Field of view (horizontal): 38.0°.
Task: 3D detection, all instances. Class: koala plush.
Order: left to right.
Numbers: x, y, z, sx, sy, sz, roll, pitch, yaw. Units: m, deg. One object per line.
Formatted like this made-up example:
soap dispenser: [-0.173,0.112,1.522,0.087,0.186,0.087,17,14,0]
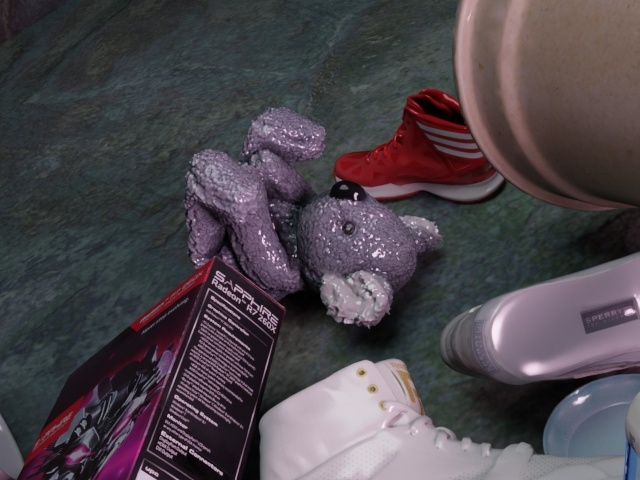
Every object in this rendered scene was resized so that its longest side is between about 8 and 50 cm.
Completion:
koala plush: [0.000,0.000,0.941,0.221,0.203,0.196,16,33,19]

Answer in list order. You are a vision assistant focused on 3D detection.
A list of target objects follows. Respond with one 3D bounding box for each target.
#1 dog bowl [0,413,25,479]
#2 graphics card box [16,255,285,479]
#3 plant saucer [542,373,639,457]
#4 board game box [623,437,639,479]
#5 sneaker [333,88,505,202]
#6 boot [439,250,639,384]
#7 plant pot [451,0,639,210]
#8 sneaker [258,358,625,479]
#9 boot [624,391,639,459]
dog bowl: [-0.388,0.149,0.854,0.104,0.264,0.265,-35,33,-14]
graphics card box: [-0.161,0.200,0.712,0.233,0.094,0.371,-36,24,31]
plant saucer: [0.224,0.147,0.677,0.119,0.021,0.119,-17,31,11]
board game box: [0.229,0.212,0.468,0.160,0.039,0.211,-1,66,33]
sneaker: [0.097,-0.117,1.058,0.221,0.128,0.087,3,39,35]
boot: [0.223,0.058,0.745,0.258,0.095,0.123,-7,-5,-13]
plant pot: [0.316,-0.139,0.713,0.334,0.333,0.305,-28,25,-6]
sneaker: [0.084,0.147,0.648,0.293,0.108,0.169,-16,54,15]
boot: [0.288,0.084,0.419,0.244,0.088,0.176,-36,36,5]
